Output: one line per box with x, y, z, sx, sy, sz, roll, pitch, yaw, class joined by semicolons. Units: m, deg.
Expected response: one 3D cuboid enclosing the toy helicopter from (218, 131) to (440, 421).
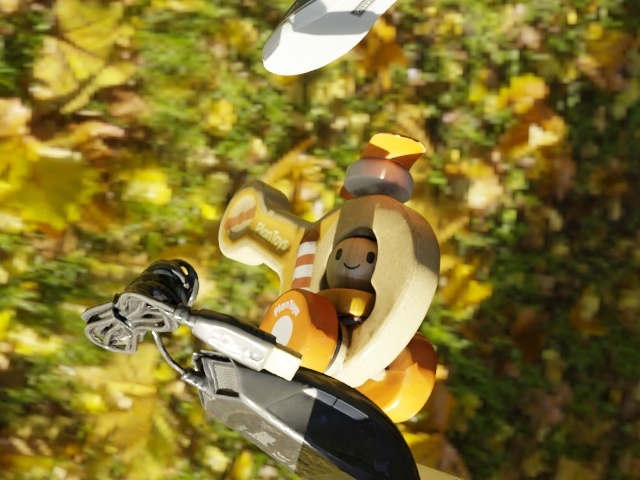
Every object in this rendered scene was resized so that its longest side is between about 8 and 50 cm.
0.000;0.000;1.504;0.140;0.355;0.235;21;94;-30;toy helicopter

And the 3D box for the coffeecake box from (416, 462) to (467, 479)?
0.106;0.253;1.487;0.185;0.142;0.068;17;90;-71;coffeecake box

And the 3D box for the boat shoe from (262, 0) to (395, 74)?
0.015;-0.157;1.051;0.049;0.142;0.040;19;46;-42;boat shoe

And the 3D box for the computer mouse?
-0.020;0.088;1.035;0.262;0.184;0.060;34;69;-6;computer mouse
